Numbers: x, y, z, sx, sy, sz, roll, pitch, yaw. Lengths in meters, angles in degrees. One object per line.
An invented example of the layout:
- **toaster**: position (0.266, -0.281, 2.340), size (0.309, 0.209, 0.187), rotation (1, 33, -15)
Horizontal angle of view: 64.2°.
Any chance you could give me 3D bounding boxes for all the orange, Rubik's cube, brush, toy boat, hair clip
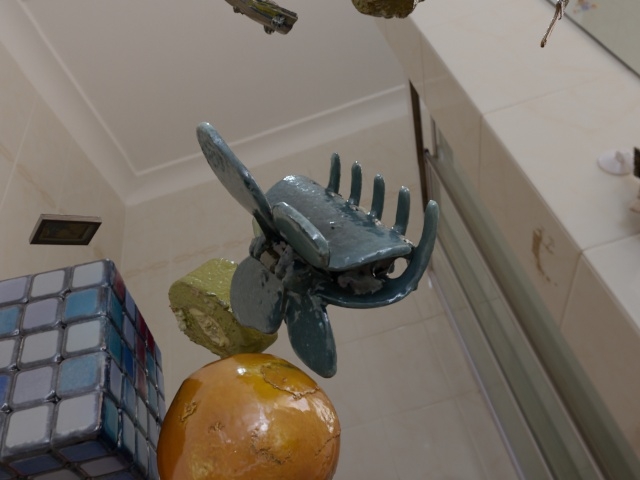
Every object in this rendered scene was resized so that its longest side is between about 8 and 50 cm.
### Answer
- **orange**: position (-0.096, 0.271, 0.690), size (0.247, 0.246, 0.246), rotation (-8, -42, -7)
- **Rubik's cube**: position (-0.404, 0.242, 0.745), size (0.293, 0.291, 0.286), rotation (-14, -43, -8)
- **brush**: position (0.501, -0.474, 1.088), size (0.014, 0.169, 0.043), rotation (17, -22, 35)
- **toy boat**: position (-0.151, -0.531, 1.165), size (0.211, 0.084, 0.065), rotation (15, -88, -32)
- **hair clip**: position (0.000, 0.000, 0.817), size (0.239, 0.318, 0.391), rotation (-24, -53, -28)

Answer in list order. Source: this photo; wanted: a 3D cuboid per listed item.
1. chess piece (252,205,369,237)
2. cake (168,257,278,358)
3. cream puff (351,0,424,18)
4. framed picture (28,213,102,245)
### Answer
- **chess piece**: position (-0.004, -0.029, 1.216), size (0.182, 0.182, 0.330), rotation (25, -11, -36)
- **cake**: position (-0.217, 0.154, 1.148), size (0.156, 0.261, 0.179), rotation (-40, -48, -40)
- **cream puff**: position (0.152, -0.625, 1.155), size (0.244, 0.196, 0.244), rotation (-34, -44, -41)
- **framed picture**: position (-0.760, -0.030, 1.522), size (0.169, 0.023, 0.128), rotation (2, -37, -46)
